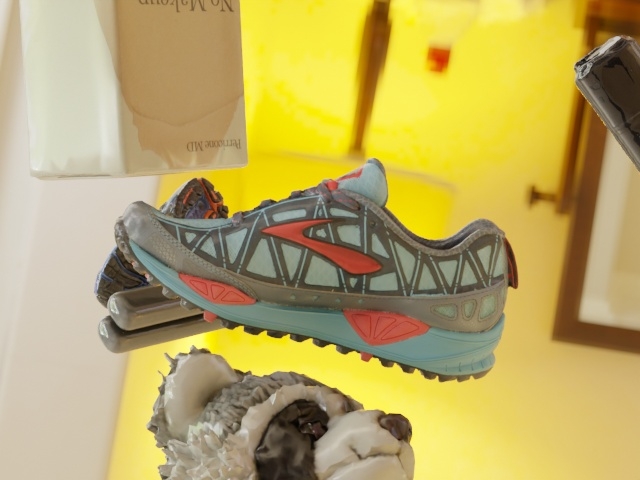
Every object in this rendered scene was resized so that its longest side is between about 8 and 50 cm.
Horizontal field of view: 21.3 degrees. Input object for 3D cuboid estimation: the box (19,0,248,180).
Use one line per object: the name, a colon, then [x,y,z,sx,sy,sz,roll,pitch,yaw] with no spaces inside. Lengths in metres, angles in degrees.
box: [-0.153,-0.207,1.366,0.121,0.311,0.148,1,-173,42]

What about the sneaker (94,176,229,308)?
sneaker: [-0.180,0.017,1.870,0.087,0.083,0.221,-38,-175,40]

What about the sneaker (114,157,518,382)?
sneaker: [0.000,0.000,1.103,0.262,0.125,0.104,15,-171,-10]

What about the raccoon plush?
raccoon plush: [-0.113,0.260,1.010,0.446,0.299,0.216,-31,134,7]

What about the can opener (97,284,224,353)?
can opener: [-0.122,0.055,1.842,0.280,0.074,0.093,-17,-126,-42]

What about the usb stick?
usb stick: [0.370,-0.092,1.803,0.278,0.077,0.045,52,-172,-11]
